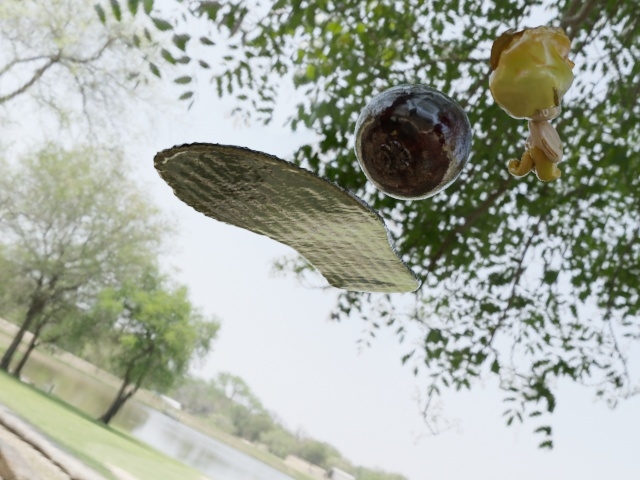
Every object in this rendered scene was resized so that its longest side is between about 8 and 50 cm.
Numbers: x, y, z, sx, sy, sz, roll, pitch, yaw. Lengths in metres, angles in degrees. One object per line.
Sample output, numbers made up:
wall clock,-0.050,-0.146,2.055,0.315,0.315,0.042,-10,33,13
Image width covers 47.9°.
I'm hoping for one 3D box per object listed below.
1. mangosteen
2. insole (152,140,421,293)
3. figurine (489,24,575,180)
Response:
mangosteen,0.198,-0.210,1.448,0.235,0.261,0.235,15,-58,26
insole,0.000,0.000,0.516,0.119,0.009,0.348,1,-15,21
figurine,0.332,-0.213,1.118,0.156,0.131,0.246,-95,170,-66
